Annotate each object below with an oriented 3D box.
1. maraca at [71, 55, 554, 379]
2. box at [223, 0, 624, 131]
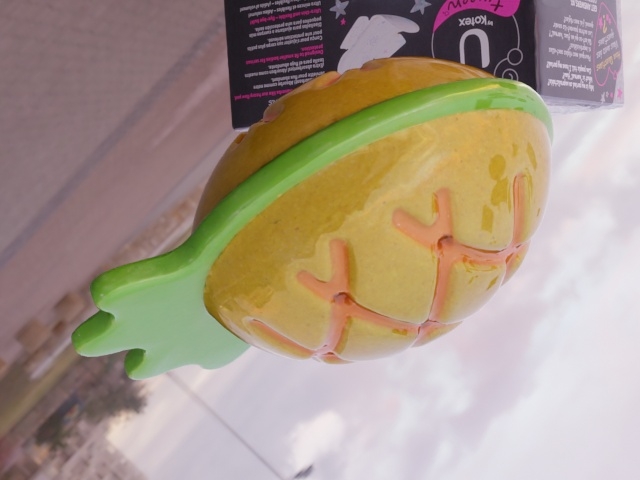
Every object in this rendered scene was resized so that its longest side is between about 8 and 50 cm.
[{"bbox_3d":[0.000,0.000,0.423,0.185,0.099,0.127,-29,152,7],"label":"maraca"},{"bbox_3d":[0.074,-0.152,0.847,0.247,0.142,0.163,-1,-177,35],"label":"box"}]
